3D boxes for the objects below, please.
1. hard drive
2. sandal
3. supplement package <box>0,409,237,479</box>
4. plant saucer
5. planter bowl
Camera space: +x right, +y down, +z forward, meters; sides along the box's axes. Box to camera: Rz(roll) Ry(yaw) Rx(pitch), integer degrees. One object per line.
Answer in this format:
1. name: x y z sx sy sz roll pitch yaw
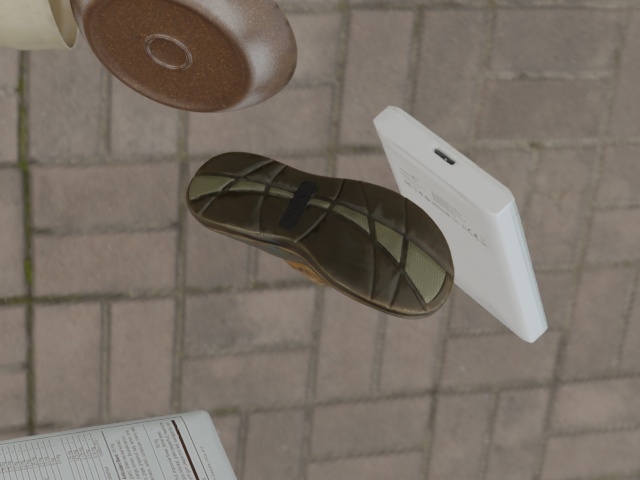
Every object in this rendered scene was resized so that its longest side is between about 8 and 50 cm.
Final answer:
1. hard drive: 0.173 -0.014 1.553 0.040 0.203 0.307 -42 147 -10
2. sandal: 0.000 0.000 0.947 0.090 0.219 0.060 -60 154 -26
3. supplement package: -0.134 0.204 0.565 0.203 0.149 0.194 -6 128 -23
4. plant saucer: -0.117 -0.162 1.042 0.199 0.036 0.198 14 148 9
5. planter bowl: -0.283 -0.239 1.128 0.109 0.162 0.162 -9 118 0
